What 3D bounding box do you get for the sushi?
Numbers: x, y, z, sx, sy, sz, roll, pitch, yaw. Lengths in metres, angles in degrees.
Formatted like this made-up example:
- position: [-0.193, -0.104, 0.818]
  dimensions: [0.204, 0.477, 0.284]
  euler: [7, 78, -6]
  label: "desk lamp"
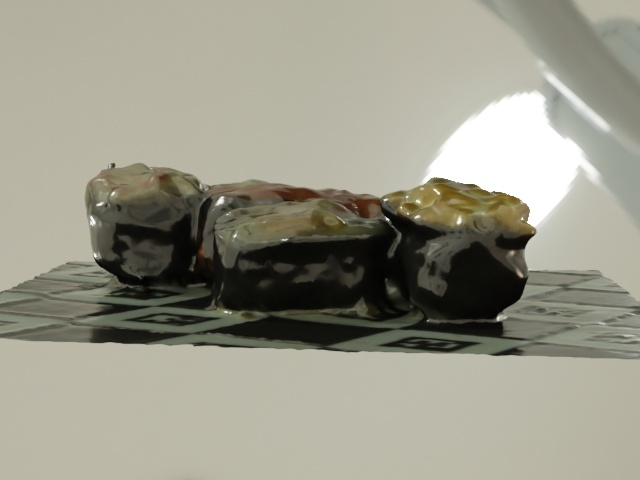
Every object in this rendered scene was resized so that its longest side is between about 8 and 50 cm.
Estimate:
- position: [0.000, 0.000, 0.789]
  dimensions: [0.294, 0.292, 0.059]
  euler: [2, -84, 3]
  label: "sushi"
